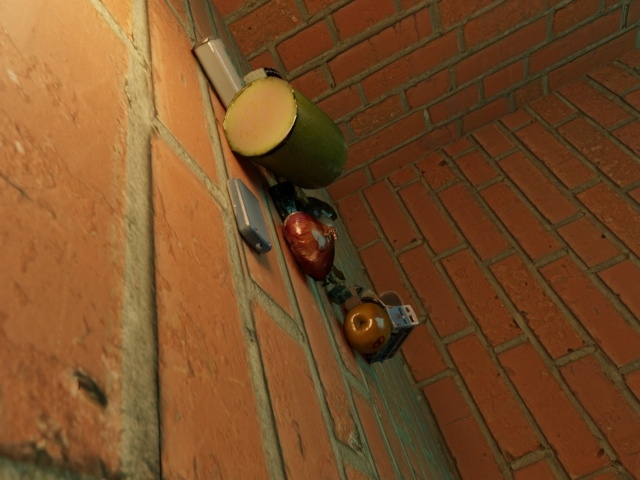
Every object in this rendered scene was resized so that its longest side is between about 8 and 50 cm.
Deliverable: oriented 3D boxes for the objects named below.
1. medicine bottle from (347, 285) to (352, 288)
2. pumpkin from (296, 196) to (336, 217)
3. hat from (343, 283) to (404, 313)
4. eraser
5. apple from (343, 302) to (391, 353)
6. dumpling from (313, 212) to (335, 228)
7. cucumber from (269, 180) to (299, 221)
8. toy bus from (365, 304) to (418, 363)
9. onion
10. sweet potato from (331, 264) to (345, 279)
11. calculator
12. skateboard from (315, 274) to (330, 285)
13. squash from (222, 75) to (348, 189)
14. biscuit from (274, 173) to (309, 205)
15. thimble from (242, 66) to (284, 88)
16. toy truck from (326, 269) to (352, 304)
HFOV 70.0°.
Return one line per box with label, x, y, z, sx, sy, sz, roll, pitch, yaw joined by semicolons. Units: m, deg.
medicine bottle;0.166;0.320;2.058;0.230;0.059;0.059;63;7;-3
pumpkin;-0.019;-0.151;2.122;0.312;0.148;0.169;29;36;-81
hat;0.228;0.284;1.919;0.232;0.275;0.160;-9;111;-59
eraser;-0.310;-0.527;1.540;0.289;0.104;0.189;61;3;-19
apple;0.164;0.309;1.624;0.155;0.183;0.182;38;24;-52
dumpling;0.000;0.000;1.747;0.172;0.142;0.247;63;29;-27
cucumber;-0.121;-0.142;1.615;0.115;0.086;0.192;49;22;-71
toy bus;0.262;0.368;1.781;0.297;0.131;0.106;108;-32;-47
onion;-0.021;0.002;1.443;0.229;0.163;0.230;55;3;-5
sweet potato;0.066;0.145;1.978;0.195;0.057;0.056;36;26;-56
calculator;-0.168;-0.060;1.083;0.121;0.039;0.210;50;15;-55
skateboard;0.010;0.128;1.649;0.151;0.067;0.080;-45;118;-87
squash;-0.095;-0.329;1.455;0.384;0.263;0.262;18;45;-63
biscuit;-0.125;-0.239;1.945;0.225;0.036;0.166;42;15;-38
thimble;-0.234;-0.578;1.858;0.150;0.237;0.237;61;6;18
toy truck;0.043;0.169;1.736;0.175;0.081;0.067;43;-11;46
